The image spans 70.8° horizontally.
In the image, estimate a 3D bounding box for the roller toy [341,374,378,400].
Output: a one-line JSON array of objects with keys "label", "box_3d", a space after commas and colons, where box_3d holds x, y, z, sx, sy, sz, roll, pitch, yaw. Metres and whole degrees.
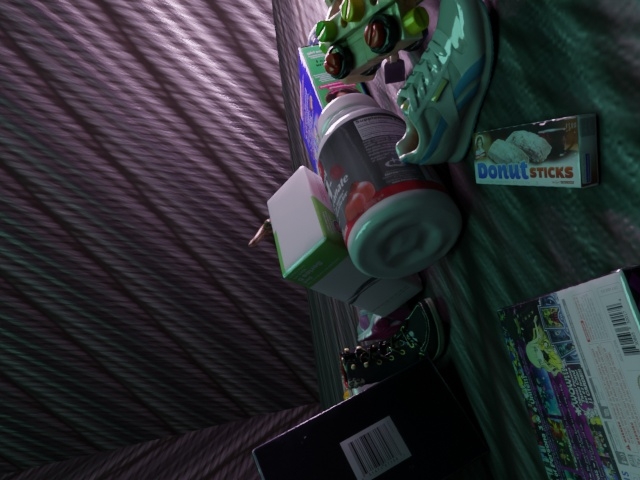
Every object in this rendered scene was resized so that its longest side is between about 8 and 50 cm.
[{"label": "roller toy", "box_3d": [0.129, 0.387, 1.146, 0.209, 0.146, 0.191, 110, 150, -73]}]

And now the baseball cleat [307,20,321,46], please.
[{"label": "baseball cleat", "box_3d": [-0.008, -0.548, 1.265, 0.206, 0.071, 0.110, 108, 158, -63]}]

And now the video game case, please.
[{"label": "video game case", "box_3d": [0.262, 0.158, 0.418, 0.210, 0.041, 0.232, 108, 151, -71]}]

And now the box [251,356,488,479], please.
[{"label": "box", "box_3d": [0.072, 0.411, 0.825, 0.179, 0.342, 0.313, 58, 160, 30]}]

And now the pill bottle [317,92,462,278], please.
[{"label": "pill bottle", "box_3d": [0.093, -0.109, 0.759, 0.177, 0.176, 0.319, 91, 166, -49]}]

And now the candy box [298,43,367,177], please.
[{"label": "candy box", "box_3d": [0.033, -0.289, 1.123, 0.268, 0.122, 0.318, 90, 166, -52]}]

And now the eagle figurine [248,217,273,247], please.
[{"label": "eagle figurine", "box_3d": [-0.002, 0.006, 1.143, 0.225, 0.298, 0.227, 108, -175, -68]}]

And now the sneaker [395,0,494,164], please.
[{"label": "sneaker", "box_3d": [0.152, -0.197, 0.574, 0.088, 0.092, 0.229, -108, 14, -50]}]

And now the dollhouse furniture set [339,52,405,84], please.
[{"label": "dollhouse furniture set", "box_3d": [0.083, -0.330, 0.783, 0.091, 0.114, 0.081, 72, -169, -55]}]

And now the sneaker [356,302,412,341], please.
[{"label": "sneaker", "box_3d": [0.140, 0.160, 1.036, 0.252, 0.102, 0.112, 110, 154, -59]}]

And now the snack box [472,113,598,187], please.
[{"label": "snack box", "box_3d": [0.219, -0.092, 0.481, 0.178, 0.022, 0.064, -143, 42, -76]}]

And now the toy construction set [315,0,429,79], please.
[{"label": "toy construction set", "box_3d": [0.069, -0.356, 0.625, 0.327, 0.150, 0.215, -170, 65, -73]}]

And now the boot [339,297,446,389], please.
[{"label": "boot", "box_3d": [0.130, 0.206, 0.850, 0.237, 0.178, 0.085, 90, 167, -49]}]

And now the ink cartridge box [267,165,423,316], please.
[{"label": "ink cartridge box", "box_3d": [0.047, 0.010, 0.864, 0.114, 0.272, 0.199, -42, 42, 24]}]
